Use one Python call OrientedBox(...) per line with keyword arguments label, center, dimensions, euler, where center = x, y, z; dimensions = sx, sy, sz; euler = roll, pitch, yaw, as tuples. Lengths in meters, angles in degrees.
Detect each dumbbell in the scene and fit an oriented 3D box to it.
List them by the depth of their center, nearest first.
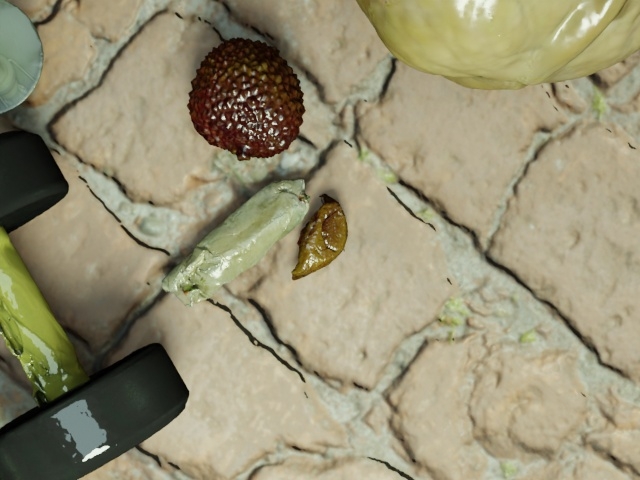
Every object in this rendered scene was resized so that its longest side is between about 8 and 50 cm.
OrientedBox(label="dumbbell", center=(-0.291, 0.073, 1.217), dimensions=(0.203, 0.204, 0.322), euler=(-29, 92, -3))

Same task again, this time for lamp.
OrientedBox(label="lamp", center=(-0.336, -0.183, 1.208), dimensions=(0.121, 0.214, 0.121), euler=(0, 88, -2))

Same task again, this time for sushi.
OrientedBox(label="sushi", center=(0.000, 0.000, 1.314), dimensions=(0.050, 0.047, 0.099), euler=(35, 71, -14))

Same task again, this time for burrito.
OrientedBox(label="burrito", center=(-0.085, 0.001, 1.308), dimensions=(0.188, 0.045, 0.058), euler=(-41, 99, -4))

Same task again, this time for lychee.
OrientedBox(label="lychee", center=(-0.078, -0.146, 1.270), dimensions=(0.123, 0.123, 0.129), euler=(-11, 91, -3))

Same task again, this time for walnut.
OrientedBox(label="walnut", center=(0.179, -0.327, 1.188), dimensions=(0.381, 0.381, 0.381), euler=(0, 90, -3))
